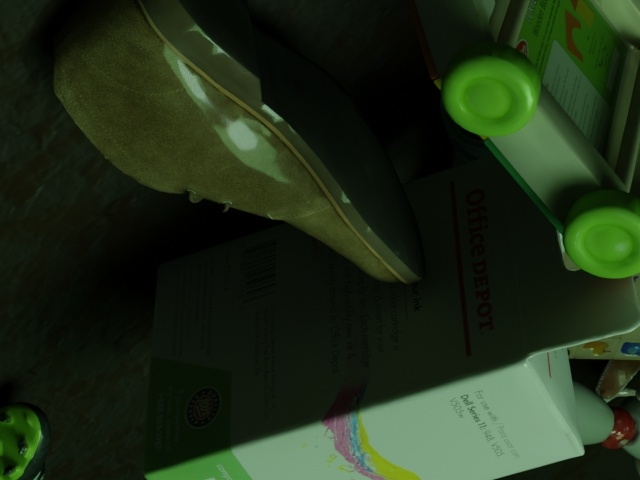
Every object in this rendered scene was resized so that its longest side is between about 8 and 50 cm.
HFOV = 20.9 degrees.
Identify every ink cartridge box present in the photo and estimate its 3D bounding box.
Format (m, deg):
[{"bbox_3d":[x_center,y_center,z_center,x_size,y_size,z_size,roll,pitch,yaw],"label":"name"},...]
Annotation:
[{"bbox_3d":[0.061,0.071,1.226,0.353,0.207,0.119,-18,133,17],"label":"ink cartridge box"}]

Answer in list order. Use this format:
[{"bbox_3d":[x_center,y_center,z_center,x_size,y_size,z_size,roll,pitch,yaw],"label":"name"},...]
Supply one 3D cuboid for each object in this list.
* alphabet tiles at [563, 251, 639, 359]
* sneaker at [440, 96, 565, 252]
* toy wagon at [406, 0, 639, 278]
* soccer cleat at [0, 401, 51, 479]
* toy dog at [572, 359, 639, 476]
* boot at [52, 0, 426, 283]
[{"bbox_3d":[0.255,0.058,1.635,0.237,0.009,0.198,1,145,-3],"label":"alphabet tiles"},{"bbox_3d":[0.124,-0.047,1.339,0.319,0.127,0.208,-53,150,13],"label":"sneaker"},{"bbox_3d":[0.135,-0.144,1.079,0.068,0.267,0.344,-28,115,35],"label":"toy wagon"},{"bbox_3d":[-0.244,0.177,1.371,0.072,0.060,0.179,-20,156,-43],"label":"soccer cleat"},{"bbox_3d":[0.340,0.162,1.888,0.220,0.161,0.334,-30,144,15],"label":"toy dog"},{"bbox_3d":[-0.045,-0.060,1.109,0.115,0.112,0.305,-32,127,21],"label":"boot"}]
